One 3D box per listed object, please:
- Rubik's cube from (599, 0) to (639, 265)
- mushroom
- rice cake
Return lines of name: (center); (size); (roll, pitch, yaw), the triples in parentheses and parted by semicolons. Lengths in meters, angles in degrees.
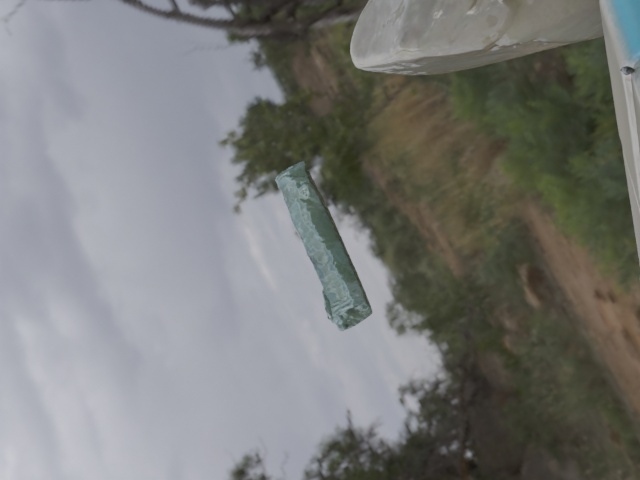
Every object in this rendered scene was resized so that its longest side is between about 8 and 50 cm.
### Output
Rubik's cube: (0.300, 0.036, 0.451); (0.291, 0.290, 0.291); (-80, -24, -54)
mushroom: (0.165, -0.203, 0.595); (0.128, 0.350, 0.128); (48, -178, -2)
rice cake: (0.000, 0.000, 0.568); (0.021, 0.022, 0.121); (58, -173, -45)
